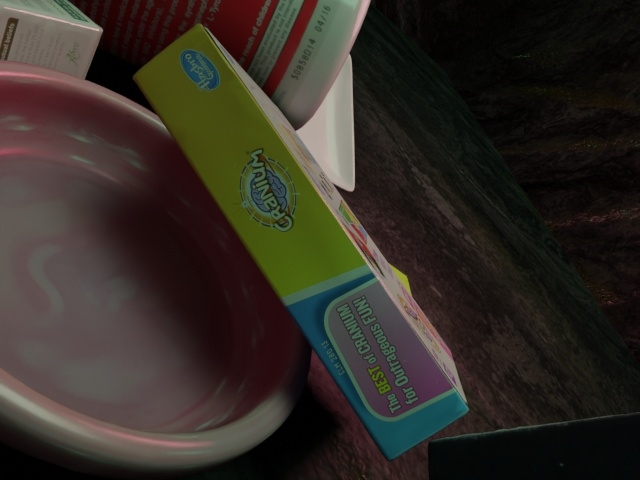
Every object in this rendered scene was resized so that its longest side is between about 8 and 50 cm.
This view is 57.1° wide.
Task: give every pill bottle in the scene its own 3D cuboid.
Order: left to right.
[{"bbox_3d":[-0.166,-0.298,0.640,0.408,0.229,0.229,22,33,-18],"label":"pill bottle"}]

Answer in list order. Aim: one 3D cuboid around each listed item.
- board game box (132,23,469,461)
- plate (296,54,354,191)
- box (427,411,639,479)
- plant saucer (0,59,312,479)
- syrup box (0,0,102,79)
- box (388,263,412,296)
[{"bbox_3d":[0.000,0.000,0.503,0.316,0.064,0.242,56,7,8],"label":"board game box"},{"bbox_3d":[-0.054,-0.233,0.889,0.277,0.045,0.277,22,59,-41],"label":"plate"},{"bbox_3d":[0.173,0.316,0.266,0.343,0.179,0.312,-75,148,-60],"label":"box"},{"bbox_3d":[-0.153,0.017,0.427,0.332,0.084,0.332,36,29,-24],"label":"plant saucer"},{"bbox_3d":[-0.290,-0.154,0.422,0.093,0.096,0.237,39,22,17],"label":"syrup box"},{"bbox_3d":[0.045,0.046,0.740,0.178,0.042,0.109,34,28,-26],"label":"box"}]
